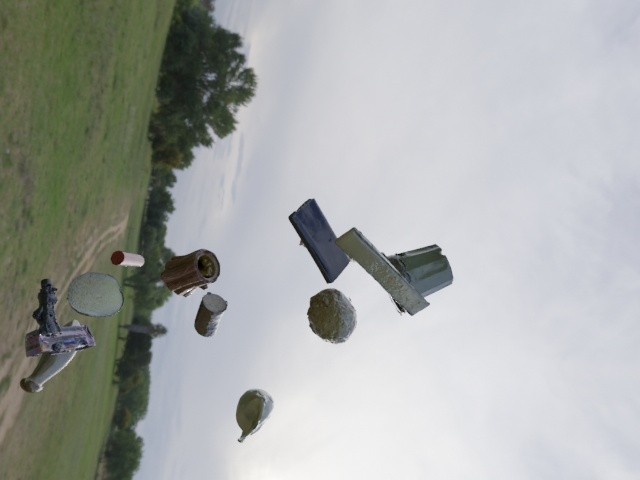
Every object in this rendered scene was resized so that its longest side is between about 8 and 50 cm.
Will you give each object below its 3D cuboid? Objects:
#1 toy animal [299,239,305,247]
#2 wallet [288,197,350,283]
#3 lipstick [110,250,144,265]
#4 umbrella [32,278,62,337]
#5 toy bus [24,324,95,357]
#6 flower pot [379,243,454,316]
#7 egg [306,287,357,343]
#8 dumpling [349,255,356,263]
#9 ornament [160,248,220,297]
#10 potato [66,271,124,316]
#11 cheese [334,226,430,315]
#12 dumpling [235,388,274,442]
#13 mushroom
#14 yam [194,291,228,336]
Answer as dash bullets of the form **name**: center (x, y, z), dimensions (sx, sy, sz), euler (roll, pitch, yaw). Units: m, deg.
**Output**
- **toy animal**: center (-0.048, -0.016, 2.640), dimensions (0.197, 0.171, 0.171), euler (-67, -179, -60)
- **wallet**: center (-0.001, 0.000, 2.108), dimensions (0.062, 0.406, 0.228), euler (-17, -160, 42)
- **lipstick**: center (-0.954, 0.094, 2.051), dimensions (0.279, 0.073, 0.073), euler (130, -32, -83)
- **umbrella**: center (-0.987, 0.242, 1.482), dimensions (0.080, 0.071, 0.224), euler (53, 15, -64)
- **toy bus**: center (-1.096, 0.426, 1.752), dimensions (0.274, 0.090, 0.112), euler (28, 42, -73)
- **flower pot**: center (0.397, 0.138, 1.741), dimensions (0.290, 0.259, 0.290), euler (158, -90, -87)
- **egg**: center (0.065, 0.410, 2.219), dimensions (0.279, 0.279, 0.310), euler (-23, -88, 63)
- **dumpling**: center (0.161, 0.065, 2.453), dimensions (0.179, 0.252, 0.131), euler (4, -98, 23)
- **ornament**: center (-0.630, 0.158, 2.050), dimensions (0.218, 0.235, 0.221), euler (-19, -94, 29)
- **potato**: center (-0.908, 0.234, 1.664), dimensions (0.117, 0.202, 0.182), euler (-37, -134, 46)
- **cheese**: center (0.208, 0.107, 1.330), dimensions (0.085, 0.400, 0.034), euler (-39, -157, 20)
- **dumpling**: center (-0.334, 0.863, 2.032), dimensions (0.341, 0.181, 0.260), euler (-7, -124, 52)
- **mushroom**: center (-1.220, 0.531, 1.898), dimensions (0.350, 0.128, 0.128), euler (-60, -166, -26)
- **yam**: center (-0.339, 0.229, 1.261), dimensions (0.127, 0.084, 0.084), euler (-61, -151, 29)
